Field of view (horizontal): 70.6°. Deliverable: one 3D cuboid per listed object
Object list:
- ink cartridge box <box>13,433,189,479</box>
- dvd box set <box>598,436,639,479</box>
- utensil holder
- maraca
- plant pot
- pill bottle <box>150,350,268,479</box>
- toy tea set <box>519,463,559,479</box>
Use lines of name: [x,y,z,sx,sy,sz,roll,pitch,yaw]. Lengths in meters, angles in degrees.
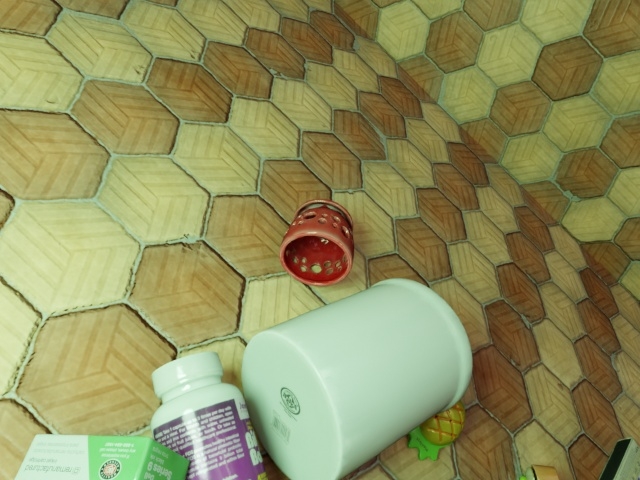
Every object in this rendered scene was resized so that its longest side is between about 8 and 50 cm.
ink cartridge box: [-0.331,0.427,0.604,0.121,0.211,0.289,68,22,-46]
dvd box set: [1.079,0.907,1.451,0.307,0.062,0.420,-17,71,-44]
utensil holder: [0.076,0.277,0.957,0.385,0.327,0.328,-12,68,-41]
maraca: [0.296,0.469,1.152,0.127,0.099,0.185,46,69,3]
plant pot: [0.000,0.000,1.204,0.191,0.191,0.174,33,38,-14]
pill bottle: [-0.199,0.360,0.795,0.169,0.169,0.301,-5,63,-40]
toy tea set: [0.577,0.738,1.141,0.336,0.124,0.200,-69,150,-70]
